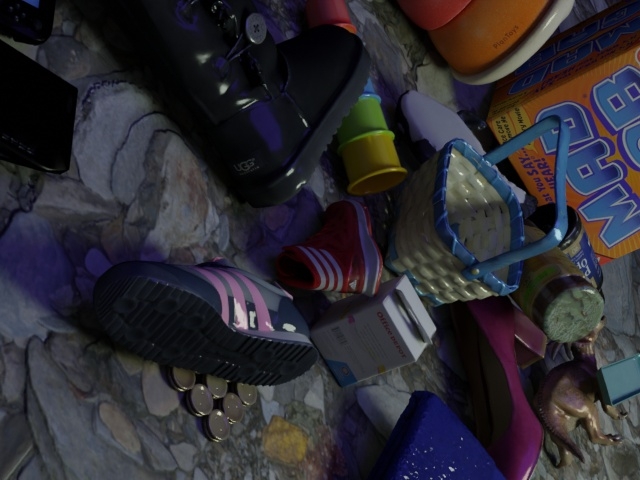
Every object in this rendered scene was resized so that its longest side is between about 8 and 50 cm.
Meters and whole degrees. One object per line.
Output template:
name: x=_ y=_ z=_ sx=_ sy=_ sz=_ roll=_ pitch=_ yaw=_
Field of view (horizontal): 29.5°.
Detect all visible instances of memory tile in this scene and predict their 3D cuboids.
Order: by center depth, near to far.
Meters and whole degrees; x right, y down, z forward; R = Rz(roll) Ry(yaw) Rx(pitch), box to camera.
memory tile: x=-0.133 y=0.150 z=1.397 sx=0.148 sy=0.012 sz=0.113 roll=59 pitch=32 yaw=-13

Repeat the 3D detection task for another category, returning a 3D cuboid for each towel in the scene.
towel: x=0.178 y=0.377 z=1.616 sx=0.308 sy=0.076 sz=0.227 roll=50 pitch=44 yaw=-18

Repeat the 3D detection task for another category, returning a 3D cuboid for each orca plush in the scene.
orca plush: x=0.231 y=-0.127 z=2.023 sx=0.287 sy=0.102 sz=0.151 roll=30 pitch=57 yaw=-4

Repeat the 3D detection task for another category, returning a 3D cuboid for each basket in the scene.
basket: x=0.248 y=-0.046 z=1.824 sx=0.201 sy=0.289 sz=0.254 roll=38 pitch=44 yaw=-24

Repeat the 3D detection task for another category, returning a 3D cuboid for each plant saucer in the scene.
plant saucer: x=0.512 y=0.236 z=2.058 sx=0.192 sy=0.018 sz=0.067 roll=-4 pitch=77 yaw=-57

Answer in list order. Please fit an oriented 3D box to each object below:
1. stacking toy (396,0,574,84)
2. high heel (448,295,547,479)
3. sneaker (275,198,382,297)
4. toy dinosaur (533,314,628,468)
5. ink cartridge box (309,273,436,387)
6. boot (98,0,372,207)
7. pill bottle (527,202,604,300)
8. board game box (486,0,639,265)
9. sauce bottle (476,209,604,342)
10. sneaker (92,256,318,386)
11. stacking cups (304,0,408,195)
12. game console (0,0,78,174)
stacking toy: x=0.192 y=-0.525 z=2.104 sx=0.480 sy=0.351 sz=0.350 roll=31 pitch=44 yaw=-23
high heel: x=0.238 y=0.232 z=1.838 sx=0.181 sy=0.127 sz=0.377 roll=29 pitch=44 yaw=-15
sneaker: x=0.000 y=0.000 z=1.624 sx=0.128 sy=0.087 sz=0.221 roll=4 pitch=21 yaw=-14
toy dinosaur: x=0.412 y=0.250 z=2.044 sx=0.200 sy=0.127 sz=0.295 roll=56 pitch=37 yaw=-17
ink cartridge box: x=0.077 y=0.117 z=1.605 sx=0.092 sy=0.143 sz=0.090 roll=60 pitch=32 yaw=-11
boot: x=-0.124 y=-0.317 z=1.566 sx=0.445 sy=0.146 sz=0.367 roll=53 pitch=35 yaw=-27
pill bottle: x=0.439 y=0.046 z=2.195 sx=0.219 sy=0.123 sz=0.122 roll=58 pitch=30 yaw=-37
board game box: x=0.573 y=-0.220 z=2.320 sx=0.356 sy=0.357 sz=0.356 roll=56 pitch=24 yaw=-15
sauce bottle: x=0.325 y=0.032 z=1.950 sx=0.111 sy=0.111 sz=0.344 roll=43 pitch=7 yaw=-33
sneaker: x=-0.137 y=0.068 z=1.355 sx=0.319 sy=0.112 sz=0.131 roll=29 pitch=31 yaw=-48
stacking cups: x=0.044 y=-0.230 z=1.831 sx=0.096 sy=0.096 sz=0.316 roll=5 pitch=65 yaw=-55
game console: x=-0.348 y=-0.247 z=1.307 sx=0.213 sy=0.044 sz=0.361 roll=32 pitch=45 yaw=-43
